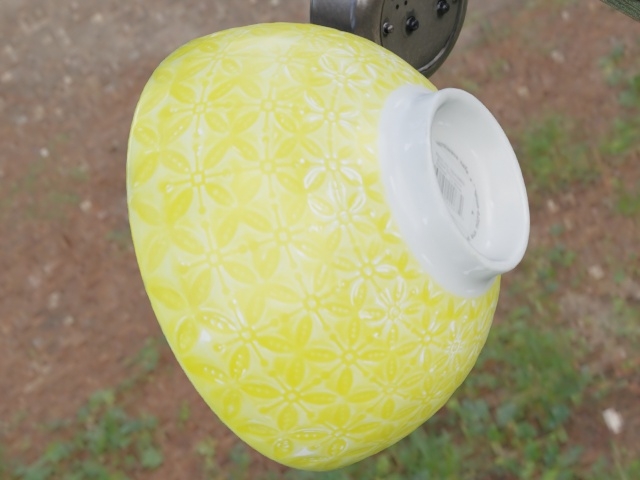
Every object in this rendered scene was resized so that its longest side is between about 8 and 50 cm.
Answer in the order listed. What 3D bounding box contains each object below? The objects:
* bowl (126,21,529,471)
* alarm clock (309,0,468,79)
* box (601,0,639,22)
[{"bbox_3d":[0.033,-0.016,1.092,0.156,0.289,0.289,-20,36,32],"label":"bowl"},{"bbox_3d":[0.053,-0.191,1.295,0.064,0.192,0.129,20,38,39],"label":"alarm clock"},{"bbox_3d":[0.215,-0.155,0.793,0.156,0.093,0.158,-62,21,4],"label":"box"}]
